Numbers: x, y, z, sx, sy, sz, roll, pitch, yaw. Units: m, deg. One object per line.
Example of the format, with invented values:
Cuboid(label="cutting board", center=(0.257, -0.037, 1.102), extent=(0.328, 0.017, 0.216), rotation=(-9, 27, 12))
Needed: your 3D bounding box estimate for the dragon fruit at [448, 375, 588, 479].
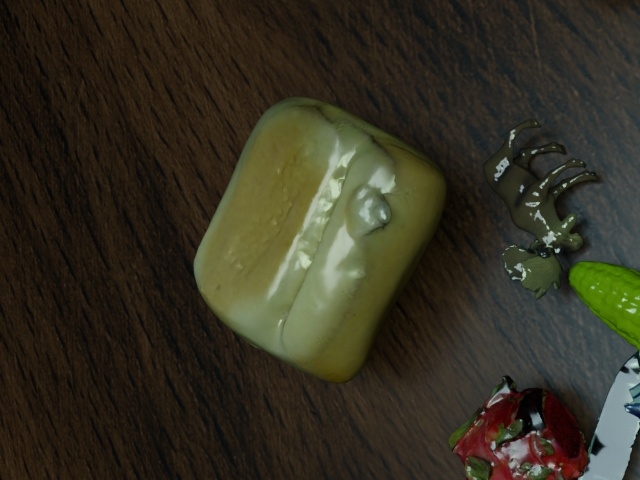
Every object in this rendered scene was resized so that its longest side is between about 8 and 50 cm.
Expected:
Cuboid(label="dragon fruit", center=(0.251, 0.272, 1.124), extent=(0.172, 0.160, 0.167), rotation=(-35, 60, 35))

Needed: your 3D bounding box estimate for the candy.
Cuboid(label="candy", center=(0.408, 0.087, 1.085), extent=(0.209, 0.096, 0.097), rotation=(35, 103, 34))

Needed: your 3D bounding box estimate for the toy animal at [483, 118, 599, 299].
Cuboid(label="toy animal", center=(0.298, -0.040, 1.184), extent=(0.186, 0.093, 0.214), rotation=(-46, 55, 14))

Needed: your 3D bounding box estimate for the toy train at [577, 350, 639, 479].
Cuboid(label="toy train", center=(0.381, 0.260, 1.109), extent=(0.055, 0.048, 0.252), rotation=(20, 89, 23))

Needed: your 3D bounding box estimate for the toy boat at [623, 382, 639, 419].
Cuboid(label="toy boat", center=(0.494, 0.287, 1.010), extent=(0.291, 0.070, 0.210), rotation=(16, 89, 29))

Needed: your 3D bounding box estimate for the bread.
Cuboid(label="bread", center=(0.000, 0.000, 1.264), extent=(0.348, 0.253, 0.376), rotation=(30, 99, 37))
